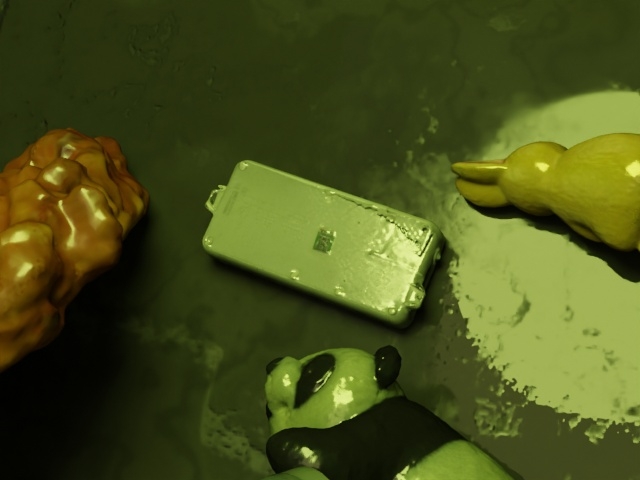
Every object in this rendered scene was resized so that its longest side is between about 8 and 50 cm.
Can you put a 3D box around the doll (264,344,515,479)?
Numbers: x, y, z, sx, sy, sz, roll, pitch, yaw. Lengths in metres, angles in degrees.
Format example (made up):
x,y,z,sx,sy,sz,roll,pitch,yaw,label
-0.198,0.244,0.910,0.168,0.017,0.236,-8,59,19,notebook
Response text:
x,y,z,sx,sy,sz,roll,pitch,yaw,label
0.044,0.170,0.825,0.135,0.143,0.234,-35,62,-28,doll

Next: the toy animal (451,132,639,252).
x,y,z,sx,sy,sz,roll,pitch,yaw,label
0.167,-0.045,0.880,0.159,0.070,0.083,11,118,35,toy animal

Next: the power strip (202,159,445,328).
x,y,z,sx,sy,sz,roll,pitch,yaw,label
0.000,0.000,0.943,0.192,0.035,0.081,19,80,24,power strip

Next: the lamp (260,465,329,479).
x,y,z,sx,sy,sz,roll,pitch,yaw,label
0.011,0.307,0.756,0.266,0.047,0.269,49,132,27,lamp

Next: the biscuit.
x,y,z,sx,sy,sz,roll,pitch,yaw,label
-0.264,0.050,0.900,0.312,0.318,0.110,-41,101,4,biscuit
